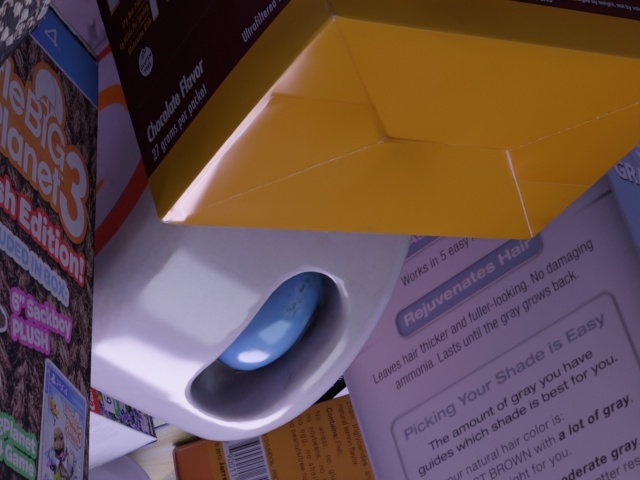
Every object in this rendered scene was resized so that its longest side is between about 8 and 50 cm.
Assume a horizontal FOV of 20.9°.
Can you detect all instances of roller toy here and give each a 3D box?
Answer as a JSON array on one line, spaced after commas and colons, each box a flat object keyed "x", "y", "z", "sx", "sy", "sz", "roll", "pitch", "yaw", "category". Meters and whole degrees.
[{"x": -0.054, "y": -0.007, "z": 0.840, "sx": 0.146, "sy": 0.191, "sz": 0.209, "roll": 30, "pitch": 159, "yaw": -30, "category": "roller toy"}]

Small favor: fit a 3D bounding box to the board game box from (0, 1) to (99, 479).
[{"x": -0.223, "y": 0.040, "z": 0.691, "sx": 0.232, "sy": 0.291, "sz": 0.141, "roll": -8, "pitch": 156, "yaw": 15, "category": "board game box"}]

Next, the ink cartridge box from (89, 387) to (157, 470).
[{"x": -0.154, "y": 0.104, "z": 1.021, "sx": 0.063, "sy": 0.029, "sz": 0.115, "roll": -27, "pitch": 150, "yaw": 18, "category": "ink cartridge box"}]

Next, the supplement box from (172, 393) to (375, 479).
[{"x": 0.026, "y": 0.148, "z": 1.150, "sx": 0.233, "sy": 0.080, "sz": 0.078, "roll": -16, "pitch": 153, "yaw": 5, "category": "supplement box"}]

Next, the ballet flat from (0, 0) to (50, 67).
[{"x": -0.117, "y": -0.186, "z": 0.475, "sx": 0.182, "sy": 0.164, "sz": 0.483, "roll": -34, "pitch": 149, "yaw": -34, "category": "ballet flat"}]

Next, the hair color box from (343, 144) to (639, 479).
[{"x": 0.114, "y": 0.052, "z": 0.880, "sx": 0.185, "sy": 0.374, "sz": 0.114, "roll": -35, "pitch": 148, "yaw": 31, "category": "hair color box"}]

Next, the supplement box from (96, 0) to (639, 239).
[{"x": 0.020, "y": -0.118, "z": 0.700, "sx": 0.191, "sy": 0.194, "sz": 0.129, "roll": 2, "pitch": 147, "yaw": -35, "category": "supplement box"}]

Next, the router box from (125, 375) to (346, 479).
[{"x": -0.149, "y": 0.120, "z": 1.176, "sx": 0.243, "sy": 0.081, "sz": 0.309, "roll": 3, "pitch": 147, "yaw": -36, "category": "router box"}]

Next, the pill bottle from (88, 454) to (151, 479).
[{"x": -0.157, "y": 0.207, "z": 1.140, "sx": 0.094, "sy": 0.094, "sz": 0.169, "roll": -10, "pitch": 153, "yaw": -15, "category": "pill bottle"}]
